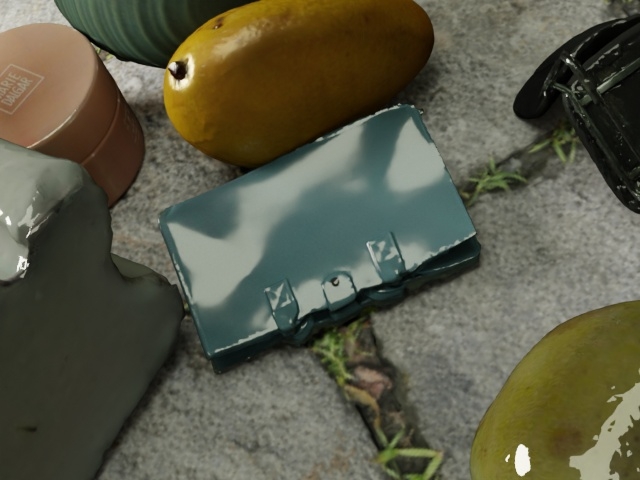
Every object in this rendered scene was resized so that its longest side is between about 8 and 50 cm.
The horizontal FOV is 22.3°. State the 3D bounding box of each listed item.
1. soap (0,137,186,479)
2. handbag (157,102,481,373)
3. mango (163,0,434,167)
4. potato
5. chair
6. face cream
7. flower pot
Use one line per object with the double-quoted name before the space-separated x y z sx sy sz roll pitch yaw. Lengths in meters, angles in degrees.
"soap" -0.372 0.072 1.197 0.435 0.213 0.350 16 64 30
"handbag" 0.000 0.000 1.218 0.221 0.057 0.144 -24 55 2
"mango" -0.014 -0.131 1.266 0.227 0.147 0.109 -18 48 -21
"potato" 0.254 0.163 0.904 0.351 0.202 0.218 12 47 14
"chair" 0.238 -0.099 1.168 0.140 0.221 0.145 -36 92 -8
"face cream" -0.232 -0.092 1.342 0.149 0.104 0.149 -11 51 14
"flower pot" -0.133 -0.233 1.356 0.189 0.157 0.243 0 22 -31
